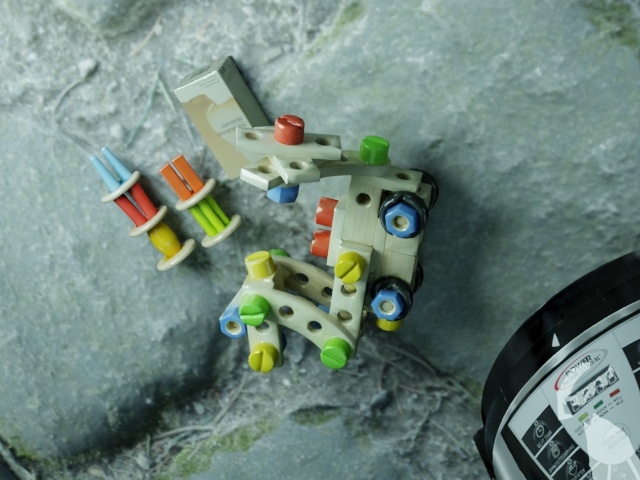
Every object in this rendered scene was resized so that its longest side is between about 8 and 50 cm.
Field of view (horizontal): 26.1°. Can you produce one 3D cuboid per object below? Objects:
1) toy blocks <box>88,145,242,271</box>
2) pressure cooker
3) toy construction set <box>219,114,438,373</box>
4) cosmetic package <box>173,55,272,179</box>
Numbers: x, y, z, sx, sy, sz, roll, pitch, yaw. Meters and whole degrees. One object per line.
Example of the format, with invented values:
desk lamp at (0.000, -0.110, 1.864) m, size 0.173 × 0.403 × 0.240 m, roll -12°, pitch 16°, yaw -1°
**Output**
toy blocks at (-0.173, -0.051, 1.490) m, size 0.123 × 0.054 × 0.148 m, roll -27°, pitch 110°, yaw 30°
pressure cooker at (0.347, 0.206, 1.280) m, size 0.370 × 0.420 × 0.375 m, roll -7°, pitch 135°, yaw -15°
toy construction set at (0.000, 0.000, 1.422) m, size 0.215 × 0.151 × 0.327 m, roll 13°, pitch 135°, yaw 10°
cosmetic package at (-0.094, -0.126, 1.425) m, size 0.060 × 0.041 × 0.115 m, roll -22°, pitch 112°, yaw 28°
